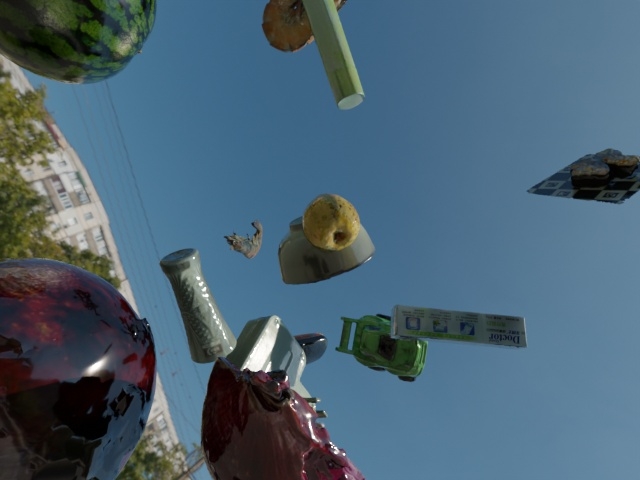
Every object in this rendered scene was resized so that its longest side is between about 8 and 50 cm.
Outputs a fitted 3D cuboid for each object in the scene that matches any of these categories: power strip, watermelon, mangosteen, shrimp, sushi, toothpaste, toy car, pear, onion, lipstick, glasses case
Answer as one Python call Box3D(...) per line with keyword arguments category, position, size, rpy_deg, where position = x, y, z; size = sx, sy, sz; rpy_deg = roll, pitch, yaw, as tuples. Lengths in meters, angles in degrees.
Box3D(category="power strip", position=(-0.095, 0.332, 0.946), size=(0.141, 0.229, 0.261), rpy_deg=(-16, -63, 30))
Box3D(category="watermelon", position=(-0.401, -0.391, 0.639), size=(0.285, 0.285, 0.285), rpy_deg=(23, -52, 33))
Box3D(category="mangosteen", position=(-0.438, 0.215, 0.568), size=(0.421, 0.381, 0.381), rpy_deg=(-12, -74, 24))
Box3D(category="shrimp", position=(-0.031, -0.668, 1.171), size=(0.317, 0.062, 0.164), rpy_deg=(-38, -71, 6))
Box3D(category="sushi", position=(0.544, -0.144, 0.814), size=(0.192, 0.210, 0.040), rpy_deg=(23, -41, 60))
Box3D(category="toothpaste", position=(0.351, 0.225, 1.069), size=(0.336, 0.081, 0.067), rpy_deg=(6, -21, -4))
Box3D(category="toy car", position=(0.232, 0.389, 1.572), size=(0.358, 0.176, 0.213), rpy_deg=(1, -103, 58))
Box3D(category="pear", position=(0.027, -0.057, 1.224), size=(0.178, 0.178, 0.178), rpy_deg=(23, -52, 33))
Box3D(category="onion", position=(-0.061, 0.225, 0.456), size=(0.227, 0.120, 0.283), rpy_deg=(29, -30, 28))
Box3D(category="lipstick", position=(0.027, -0.467, 0.990), size=(0.076, 0.076, 0.304), rpy_deg=(-25, -101, 48))
Box3D(category="glasses case", position=(-0.101, 0.449, 1.686), size=(0.082, 0.321, 0.122), rpy_deg=(31, -68, 44))
Box3D(category="shrimp", position=(-0.315, -0.019, 1.780), size=(0.058, 0.296, 0.169), rpy_deg=(14, -100, 18))

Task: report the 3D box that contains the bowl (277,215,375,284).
Box3D(category="bowl", position=(0.000, 0.000, 1.459), size=(0.354, 0.354, 0.185), rpy_deg=(-6, -72, 46))

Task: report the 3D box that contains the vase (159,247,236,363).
Box3D(category="vase", position=(-0.245, 0.126, 0.827), size=(0.096, 0.096, 0.219), rpy_deg=(4, -63, 42))
